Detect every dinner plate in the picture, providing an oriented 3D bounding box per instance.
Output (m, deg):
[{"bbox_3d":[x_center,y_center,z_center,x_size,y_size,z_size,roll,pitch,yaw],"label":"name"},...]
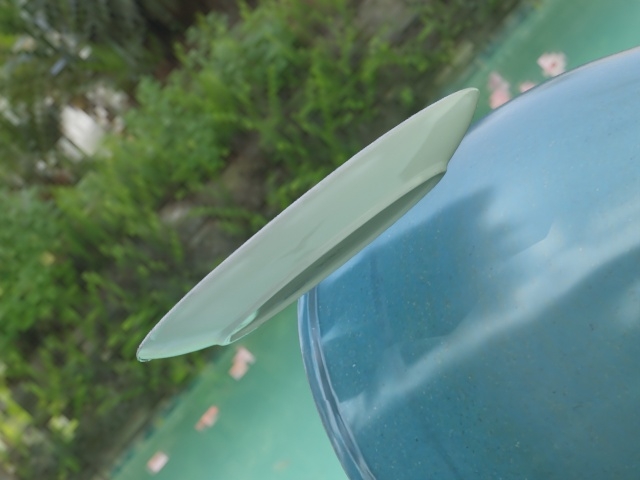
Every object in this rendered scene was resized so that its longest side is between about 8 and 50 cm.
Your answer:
[{"bbox_3d":[0.000,0.000,0.558,0.141,0.017,0.141,-37,-5,-4],"label":"dinner plate"}]

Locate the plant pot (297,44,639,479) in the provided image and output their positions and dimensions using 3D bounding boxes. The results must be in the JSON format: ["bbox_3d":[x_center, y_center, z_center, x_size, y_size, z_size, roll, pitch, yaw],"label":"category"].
[{"bbox_3d":[0.172,0.022,0.805,0.255,0.271,0.272,-41,7,36],"label":"plant pot"}]
